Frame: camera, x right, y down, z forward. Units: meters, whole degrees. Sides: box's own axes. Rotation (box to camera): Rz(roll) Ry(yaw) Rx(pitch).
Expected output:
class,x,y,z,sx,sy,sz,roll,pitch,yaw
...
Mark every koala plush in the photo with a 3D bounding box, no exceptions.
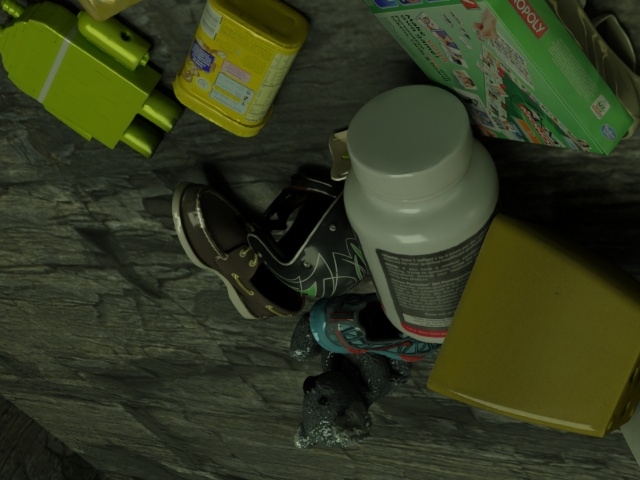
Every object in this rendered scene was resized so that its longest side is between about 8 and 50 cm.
class,x,y,z,sx,sy,sz,roll,pitch,yaw
koala plush,0.042,0.258,1.363,0.203,0.221,0.196,41,143,-22

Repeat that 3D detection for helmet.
class,x,y,z,sx,sy,sz,roll,pitch,yaw
helmet,0.000,0.000,1.097,0.161,0.169,0.169,26,151,31

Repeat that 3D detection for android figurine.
class,x,y,z,sx,sy,sz,roll,pitch,yaw
android figurine,-0.324,-0.225,1.098,0.272,0.056,0.248,34,146,-13

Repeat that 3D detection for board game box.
class,x,y,z,sx,sy,sz,roll,pitch,yaw
board game box,0.125,-0.210,0.743,0.317,0.046,0.213,43,173,-25

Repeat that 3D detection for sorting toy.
class,x,y,z,sx,sy,sz,roll,pitch,yaw
sorting toy,0.045,-0.107,0.999,0.083,0.075,0.045,-9,133,41

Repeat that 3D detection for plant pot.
class,x,y,z,sx,sy,sz,roll,pitch,yaw
plant pot,0.278,0.109,0.910,0.187,0.212,0.212,27,-170,31

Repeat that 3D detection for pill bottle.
class,x,y,z,sx,sy,sz,roll,pitch,yaw
pill bottle,0.127,-0.025,0.945,0.176,0.176,0.319,9,148,23

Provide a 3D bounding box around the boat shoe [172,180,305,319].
class,x,y,z,sx,sy,sz,roll,pitch,yaw
boat shoe,-0.122,0.021,1.252,0.096,0.117,0.324,0,143,26

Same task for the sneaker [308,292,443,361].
class,x,y,z,sx,sy,sz,roll,pitch,yaw
sneaker,0.120,0.124,1.151,0.261,0.104,0.125,1,169,-33

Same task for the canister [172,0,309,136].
class,x,y,z,sx,sy,sz,roll,pitch,yaw
canister,-0.096,-0.215,0.948,0.126,0.073,0.170,30,145,-6

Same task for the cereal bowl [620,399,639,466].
class,x,y,z,sx,sy,sz,roll,pitch,yaw
cereal bowl,0.523,0.254,0.984,0.339,0.339,0.141,36,120,-15

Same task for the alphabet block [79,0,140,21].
class,x,y,z,sx,sy,sz,roll,pitch,yaw
alphabet block,-0.157,-0.340,0.667,0.193,0.192,0.197,-20,130,18

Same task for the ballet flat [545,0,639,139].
class,x,y,z,sx,sy,sz,roll,pitch,yaw
ballet flat,0.235,-0.200,0.753,0.086,0.086,0.248,-18,128,46
